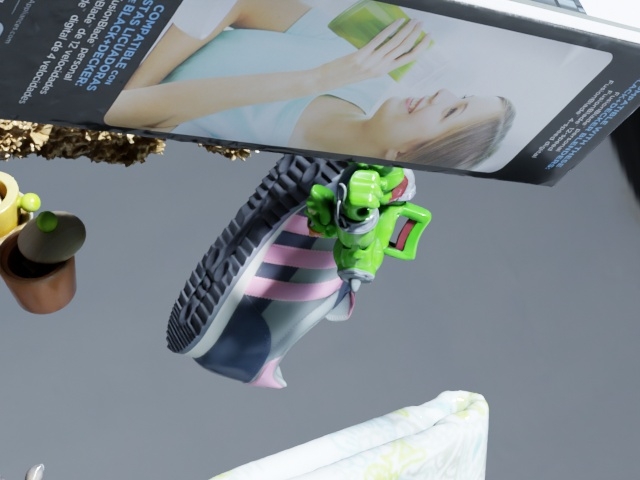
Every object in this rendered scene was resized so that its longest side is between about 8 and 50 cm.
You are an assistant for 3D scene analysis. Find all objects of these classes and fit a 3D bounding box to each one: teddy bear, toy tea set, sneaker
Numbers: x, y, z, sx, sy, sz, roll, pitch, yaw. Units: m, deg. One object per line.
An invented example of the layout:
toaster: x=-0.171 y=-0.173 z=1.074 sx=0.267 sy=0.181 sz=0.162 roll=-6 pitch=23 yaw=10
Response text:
teddy bear: x=-0.177 y=-0.125 z=1.061 sx=0.338 sy=0.113 sz=0.245 roll=2 pitch=19 yaw=-19
toy tea set: x=-0.389 y=-0.019 z=1.326 sx=0.336 sy=0.124 sz=0.200 roll=-3 pitch=47 yaw=2
sneaker: x=0.000 y=0.000 z=1.257 sx=0.319 sy=0.131 sz=0.112 roll=-49 pitch=29 yaw=15

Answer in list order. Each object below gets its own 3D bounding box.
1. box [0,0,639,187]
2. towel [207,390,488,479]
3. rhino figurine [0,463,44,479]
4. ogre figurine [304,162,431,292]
box: x=-0.019 y=-0.119 z=0.490 sx=0.290 sy=0.087 sz=0.169 roll=6 pitch=51 yaw=-39
towel: x=0.017 y=0.340 z=1.354 sx=0.375 sy=0.320 sz=0.090 roll=-14 pitch=30 yaw=-38
rhino figurine: x=-0.228 y=0.271 z=1.094 sx=0.106 sy=0.243 sz=0.073 roll=-36 pitch=-18 yaw=34
ogre figurine: x=0.041 y=-0.041 z=1.086 sx=0.097 sy=0.118 sz=0.197 roll=0 pitch=31 yaw=-11
